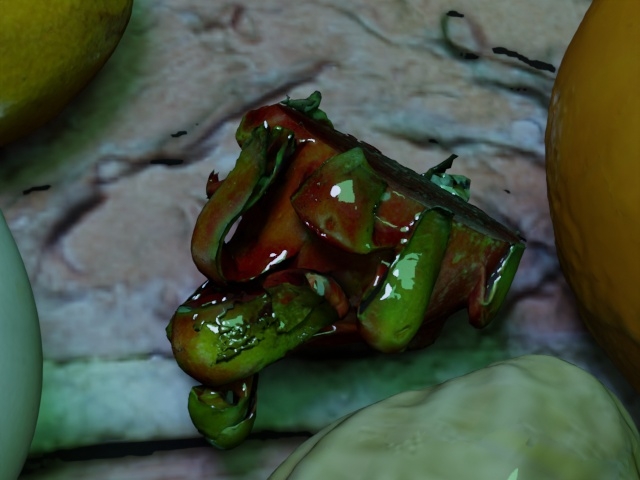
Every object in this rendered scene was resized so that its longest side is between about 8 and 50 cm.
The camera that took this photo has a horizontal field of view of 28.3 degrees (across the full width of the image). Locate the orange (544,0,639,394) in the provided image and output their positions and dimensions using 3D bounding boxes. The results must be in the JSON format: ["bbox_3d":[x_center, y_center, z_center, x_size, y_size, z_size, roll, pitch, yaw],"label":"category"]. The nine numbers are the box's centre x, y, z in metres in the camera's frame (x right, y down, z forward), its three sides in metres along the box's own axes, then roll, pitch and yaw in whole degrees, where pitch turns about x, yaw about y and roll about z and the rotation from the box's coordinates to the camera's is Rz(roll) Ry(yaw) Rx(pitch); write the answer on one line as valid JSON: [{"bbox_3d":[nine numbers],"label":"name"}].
[{"bbox_3d":[0.219,-0.029,0.500,0.261,0.261,0.261,8,58,-12],"label":"orange"}]

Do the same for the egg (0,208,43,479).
[{"bbox_3d":[-0.173,0.018,0.402,0.151,0.151,0.209,-19,66,-26],"label":"egg"}]

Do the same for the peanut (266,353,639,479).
[{"bbox_3d":[0.013,0.140,0.408,0.125,0.111,0.274,32,55,10],"label":"peanut"}]

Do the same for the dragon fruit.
[{"bbox_3d":[0.000,0.000,0.497,0.175,0.142,0.138,-45,38,-14],"label":"dragon fruit"}]

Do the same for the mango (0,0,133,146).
[{"bbox_3d":[-0.139,-0.093,0.523,0.165,0.089,0.115,-30,62,-33],"label":"mango"}]
